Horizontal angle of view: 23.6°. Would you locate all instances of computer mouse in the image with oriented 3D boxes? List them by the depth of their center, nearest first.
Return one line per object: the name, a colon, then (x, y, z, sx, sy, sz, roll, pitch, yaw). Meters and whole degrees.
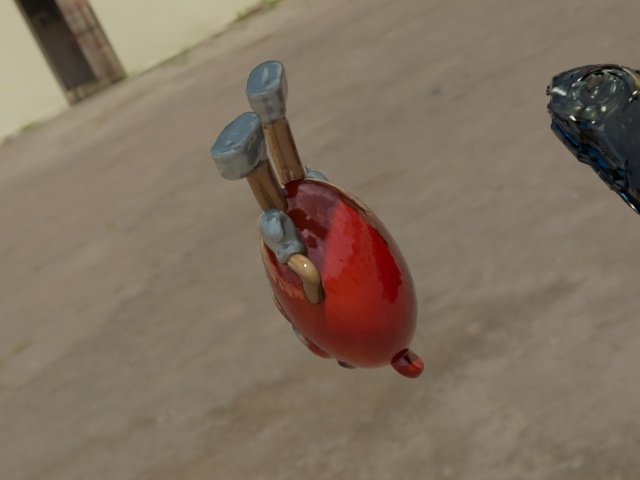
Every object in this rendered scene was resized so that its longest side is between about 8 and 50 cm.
computer mouse: (0.244, -0.063, 1.092, 0.077, 0.146, 0.241, -53, 42, 18)

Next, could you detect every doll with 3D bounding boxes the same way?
doll: (0.000, 0.000, 1.013, 0.085, 0.217, 0.183, -27, 19, 18)
